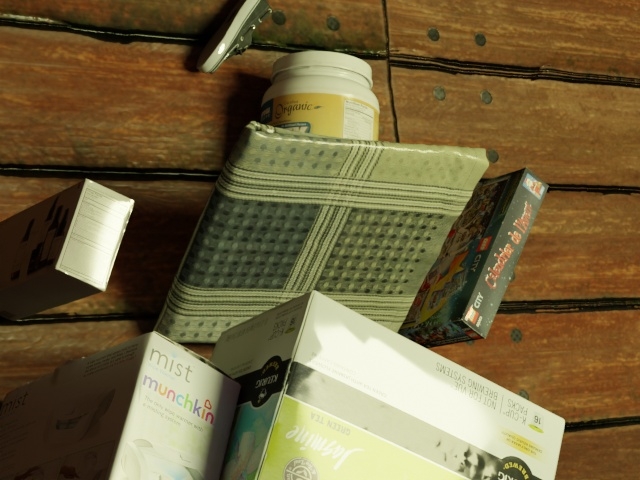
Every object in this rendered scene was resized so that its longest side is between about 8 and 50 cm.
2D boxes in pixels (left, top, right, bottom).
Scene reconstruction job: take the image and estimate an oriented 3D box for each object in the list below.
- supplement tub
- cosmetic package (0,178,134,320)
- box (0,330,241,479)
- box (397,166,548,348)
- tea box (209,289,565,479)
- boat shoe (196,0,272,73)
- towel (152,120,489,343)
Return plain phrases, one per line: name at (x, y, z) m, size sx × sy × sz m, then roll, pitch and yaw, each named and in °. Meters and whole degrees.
supplement tub at (-0.002, -0.113, 1.693) m, size 0.144 × 0.144 × 0.200 m, roll 11°, pitch 74°, yaw -32°
cosmetic package at (-0.277, 0.013, 1.424) m, size 0.060 × 0.239 × 0.099 m, roll 28°, pitch 66°, yaw -26°
box at (-0.227, 0.240, 1.369) m, size 0.127 × 0.262 × 0.231 m, roll 35°, pitch 49°, yaw -30°
box at (0.185, 0.026, 1.783) m, size 0.044 × 0.159 × 0.233 m, roll 38°, pitch 62°, yaw -22°
tea box at (0.032, 0.279, 1.421) m, size 0.329 × 0.220 × 0.324 m, roll 28°, pitch 61°, yaw -21°
boat shoe at (-0.101, -0.250, 1.714) m, size 0.040 × 0.049 × 0.142 m, roll 43°, pitch 58°, yaw -20°
towel at (0.000, 0.000, 1.604) m, size 0.324 × 0.312 × 0.056 m, roll 4°, pitch 38°, yaw -30°
